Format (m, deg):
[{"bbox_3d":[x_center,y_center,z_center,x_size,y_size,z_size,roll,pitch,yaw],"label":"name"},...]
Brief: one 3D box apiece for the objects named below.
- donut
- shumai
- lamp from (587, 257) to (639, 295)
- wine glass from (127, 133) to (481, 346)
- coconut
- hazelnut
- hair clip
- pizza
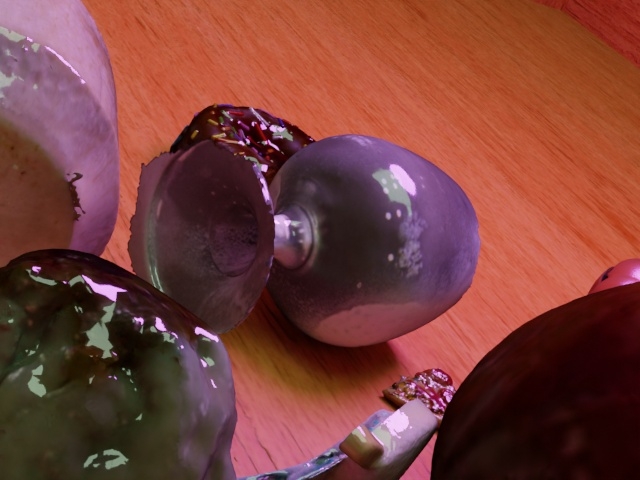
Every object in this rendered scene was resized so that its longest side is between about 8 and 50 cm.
[{"bbox_3d":[-0.073,-0.096,1.395,0.230,0.096,0.216,17,27,-20],"label":"donut"},{"bbox_3d":[-0.169,0.147,0.655,0.309,0.263,0.304,20,24,-15],"label":"shumai"},{"bbox_3d":[0.412,0.119,1.393,0.187,0.164,0.188,8,50,-10],"label":"lamp"},{"bbox_3d":[0.000,0.000,1.143,0.323,0.238,0.238,5,33,-43],"label":"wine glass"},{"bbox_3d":[-0.317,-0.098,0.952,0.323,0.323,0.323,22,26,-11],"label":"coconut"},{"bbox_3d":[0.284,0.211,0.891,0.420,0.353,0.421,6,35,-4],"label":"hazelnut"},{"bbox_3d":[0.015,0.184,0.906,0.218,0.159,0.071,-21,62,-34],"label":"hair clip"},{"bbox_3d":[0.112,0.163,1.165,0.099,0.029,0.100,11,30,-29],"label":"pizza"}]
